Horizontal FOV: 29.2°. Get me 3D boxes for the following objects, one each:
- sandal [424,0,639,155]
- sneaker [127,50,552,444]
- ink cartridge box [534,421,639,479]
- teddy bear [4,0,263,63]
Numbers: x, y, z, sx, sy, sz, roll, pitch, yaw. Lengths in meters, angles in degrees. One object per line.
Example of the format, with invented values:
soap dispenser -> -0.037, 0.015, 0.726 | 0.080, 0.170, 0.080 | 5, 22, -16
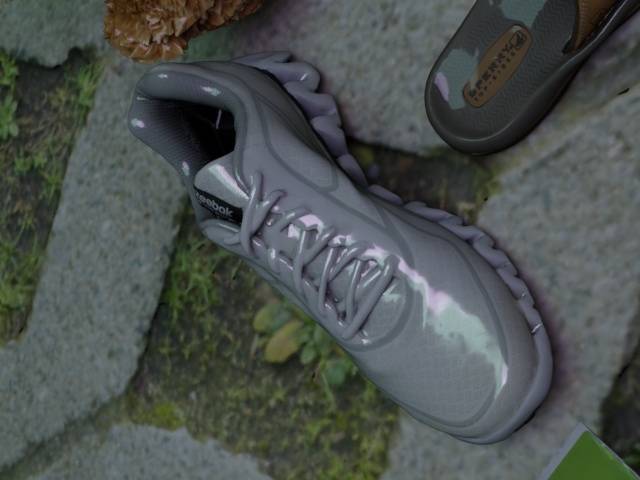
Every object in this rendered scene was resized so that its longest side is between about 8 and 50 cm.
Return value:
sandal -> 0.114, -0.138, 0.613 | 0.090, 0.060, 0.219 | 51, 117, 28
sneaker -> 0.000, 0.000, 0.664 | 0.292, 0.118, 0.110 | 45, 113, 29
ink cartridge box -> 0.174, 0.225, 0.530 | 0.255, 0.097, 0.189 | 45, 115, 32
teddy bear -> -0.156, -0.249, 0.759 | 0.245, 0.113, 0.338 | -21, 52, -8
